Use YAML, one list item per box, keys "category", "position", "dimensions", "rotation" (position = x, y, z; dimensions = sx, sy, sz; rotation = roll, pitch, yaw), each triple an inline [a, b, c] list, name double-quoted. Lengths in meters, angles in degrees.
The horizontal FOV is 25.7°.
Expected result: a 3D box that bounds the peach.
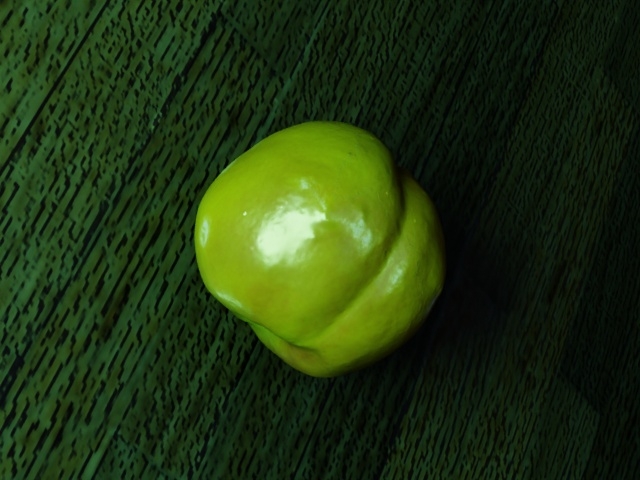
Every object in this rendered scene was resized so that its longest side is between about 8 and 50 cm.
- category: "peach"
  position: [0.000, 0.000, 0.768]
  dimensions: [0.138, 0.138, 0.138]
  rotation: [11, 75, -44]
